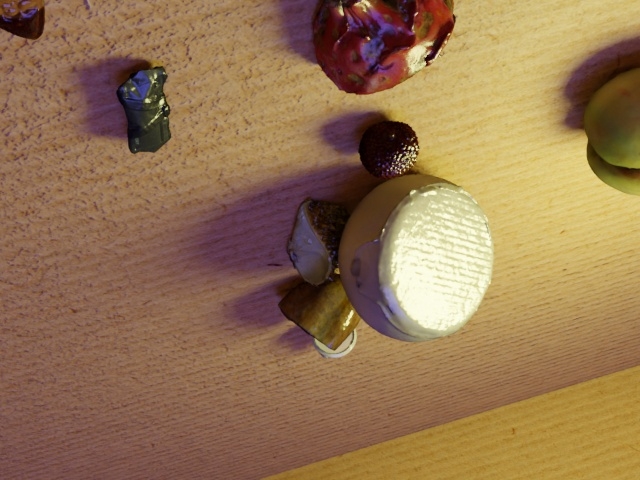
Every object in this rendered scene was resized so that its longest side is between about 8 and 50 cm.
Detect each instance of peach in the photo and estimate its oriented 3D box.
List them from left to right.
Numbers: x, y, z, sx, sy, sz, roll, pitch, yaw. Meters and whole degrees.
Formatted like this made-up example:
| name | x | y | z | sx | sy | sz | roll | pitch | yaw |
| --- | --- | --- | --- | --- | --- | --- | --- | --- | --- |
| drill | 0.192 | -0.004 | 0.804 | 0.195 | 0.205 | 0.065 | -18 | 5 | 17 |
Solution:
| name | x | y | z | sx | sy | sz | roll | pitch | yaw |
| --- | --- | --- | --- | --- | --- | --- | --- | --- | --- |
| peach | 0.699 | -0.232 | 1.623 | 0.292 | 0.247 | 0.292 | -1 | 129 | -2 |

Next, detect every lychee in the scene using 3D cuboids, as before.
| name | x | y | z | sx | sy | sz | roll | pitch | yaw |
| --- | --- | --- | --- | --- | --- | --- | --- | --- | --- |
| lychee | 0.135 | -0.180 | 1.552 | 0.123 | 0.123 | 0.129 | -16 | 176 | -2 |

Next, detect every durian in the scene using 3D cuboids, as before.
| name | x | y | z | sx | sy | sz | roll | pitch | yaw |
| --- | --- | --- | --- | --- | --- | --- | --- | --- | --- |
| durian | 0.000 | 0.000 | 1.793 | 0.139 | 0.144 | 0.252 | 26 | 148 | 3 |

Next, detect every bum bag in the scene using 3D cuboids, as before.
| name | x | y | z | sx | sy | sz | roll | pitch | yaw |
| --- | --- | --- | --- | --- | --- | --- | --- | --- | --- |
| bum bag | -0.304 | -0.224 | 1.344 | 0.087 | 0.049 | 0.198 | -32 | 153 | -24 |

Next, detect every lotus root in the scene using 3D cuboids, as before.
| name | x | y | z | sx | sy | sz | roll | pitch | yaw |
| --- | --- | --- | --- | --- | --- | --- | --- | --- | --- |
| lotus root | 0.014 | 0.161 | 1.986 | 0.180 | 0.199 | 0.188 | -55 | -179 | 2 |

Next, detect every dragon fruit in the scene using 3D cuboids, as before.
| name | x | y | z | sx | sy | sz | roll | pitch | yaw |
| --- | --- | --- | --- | --- | --- | --- | --- | --- | --- |
| dragon fruit | 0.084 | -0.350 | 1.259 | 0.262 | 0.134 | 0.211 | -32 | 141 | 21 |

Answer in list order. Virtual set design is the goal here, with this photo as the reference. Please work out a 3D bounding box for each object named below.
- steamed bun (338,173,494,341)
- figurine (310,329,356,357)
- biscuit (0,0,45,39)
| name | x | y | z | sx | sy | sz | roll | pitch | yaw |
| --- | --- | --- | --- | --- | --- | --- | --- | --- | --- |
| steamed bun | 0.196 | 0.037 | 1.729 | 0.374 | 0.374 | 0.241 | 7 | -179 | -33 |
| figurine | 0.034 | 0.284 | 2.202 | 0.132 | 0.132 | 0.154 | -12 | 159 | -9 |
| biscuit | -0.461 | -0.376 | 1.059 | 0.183 | 0.043 | 0.280 | -16 | 144 | 2 |
